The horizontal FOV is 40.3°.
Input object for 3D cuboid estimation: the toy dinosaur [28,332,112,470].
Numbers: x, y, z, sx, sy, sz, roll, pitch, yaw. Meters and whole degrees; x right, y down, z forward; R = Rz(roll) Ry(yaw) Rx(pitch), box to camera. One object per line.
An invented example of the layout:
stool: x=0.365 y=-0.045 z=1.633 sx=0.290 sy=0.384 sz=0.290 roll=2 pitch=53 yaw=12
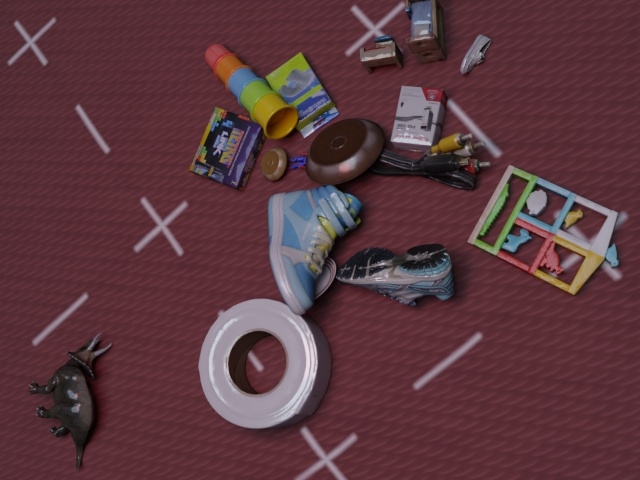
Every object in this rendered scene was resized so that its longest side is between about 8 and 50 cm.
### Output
toy dinosaur: x=-0.593 y=0.382 z=2.064 sx=0.160 sy=0.121 sz=0.313 roll=-17 pitch=68 yaw=30

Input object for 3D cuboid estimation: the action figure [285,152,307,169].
action figure: x=-0.039 y=-0.185 z=2.040 sx=0.115 sy=0.030 sz=0.038 roll=-6 pitch=71 yaw=17

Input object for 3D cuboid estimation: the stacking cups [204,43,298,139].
stacking cups: x=-0.171 y=-0.372 z=2.076 sx=0.096 sy=0.096 sz=0.316 roll=-43 pitch=58 yaw=6

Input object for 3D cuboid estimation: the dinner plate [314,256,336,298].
dinner plate: x=-0.023 y=0.093 z=1.945 sx=0.141 sy=0.017 sz=0.141 roll=-26 pitch=36 yaw=21

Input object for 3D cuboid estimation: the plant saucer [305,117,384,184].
plant saucer: x=0.047 y=-0.211 z=1.962 sx=0.199 sy=0.036 sz=0.198 roll=-18 pitch=44 yaw=18

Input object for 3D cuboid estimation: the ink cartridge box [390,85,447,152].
ink cartridge box: x=0.220 y=-0.270 z=1.949 sx=0.099 sy=0.056 sz=0.135 roll=8 pitch=80 yaw=20

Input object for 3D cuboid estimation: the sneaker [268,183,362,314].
sneaker: x=0.000 y=0.000 z=1.898 sx=0.208 sy=0.127 sz=0.319 roll=-18 pitch=54 yaw=13

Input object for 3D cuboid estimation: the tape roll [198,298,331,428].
tape roll: x=-0.121 y=0.275 z=1.928 sx=0.286 sy=0.100 sz=0.286 roll=-5 pitch=76 yaw=18

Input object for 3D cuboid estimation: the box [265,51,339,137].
box: x=-0.044 y=-0.345 z=2.069 sx=0.109 sy=0.042 sz=0.178 roll=-34 pitch=68 yaw=10

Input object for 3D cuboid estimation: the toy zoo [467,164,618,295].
toy zoo: x=0.480 y=-0.014 z=1.812 sx=0.293 sy=0.030 sz=0.192 roll=29 pitch=89 yaw=23

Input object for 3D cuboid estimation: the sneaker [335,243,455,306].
sneaker: x=0.157 y=0.090 z=1.864 sx=0.283 sy=0.122 sz=0.110 roll=-3 pitch=34 yaw=38

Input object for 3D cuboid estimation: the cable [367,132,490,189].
cable: x=0.235 y=-0.171 z=1.916 sx=0.287 sy=0.139 sz=0.072 roll=1 pitch=52 yaw=39

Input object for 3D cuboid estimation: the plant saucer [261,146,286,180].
plant saucer: x=-0.114 y=-0.182 z=2.056 sx=0.083 sy=0.015 sz=0.083 roll=-10 pitch=75 yaw=40

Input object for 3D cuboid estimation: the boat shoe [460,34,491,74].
boat shoe: x=0.349 y=-0.412 z=1.947 sx=0.035 sy=0.035 sz=0.100 roll=29 pitch=82 yaw=26

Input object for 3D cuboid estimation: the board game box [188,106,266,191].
board game box: x=-0.221 y=-0.220 z=2.102 sx=0.141 sy=0.048 sz=0.170 roll=20 pitch=86 yaw=24

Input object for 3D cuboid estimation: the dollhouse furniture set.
dollhouse furniture set: x=0.178 y=-0.475 z=1.970 sx=0.184 sy=0.129 sz=0.129 roll=-6 pitch=76 yaw=19
